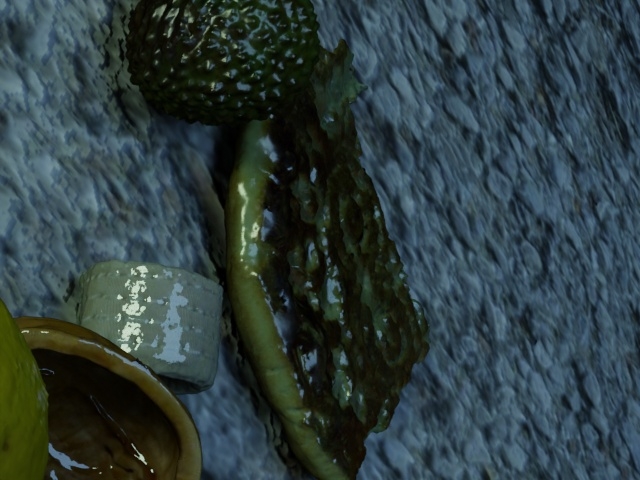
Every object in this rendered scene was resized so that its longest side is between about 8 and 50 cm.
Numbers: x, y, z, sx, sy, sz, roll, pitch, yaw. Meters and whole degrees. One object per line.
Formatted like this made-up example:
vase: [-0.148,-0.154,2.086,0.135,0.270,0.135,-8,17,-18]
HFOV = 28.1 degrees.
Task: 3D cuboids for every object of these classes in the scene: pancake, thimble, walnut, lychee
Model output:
pancake: [-0.002,0.002,1.227,0.305,0.067,0.426,-27,103,-59]
thimble: [-0.133,0.071,0.993,0.115,0.102,0.090,9,72,-18]
walnut: [-0.176,0.126,0.907,0.211,0.167,0.087,52,15,-24]
lychee: [-0.082,-0.165,1.065,0.171,0.171,0.171,15,71,-50]

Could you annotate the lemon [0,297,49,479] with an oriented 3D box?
lemon: [-0.277,0.089,0.694,0.236,0.236,0.263,-49,126,-45]
